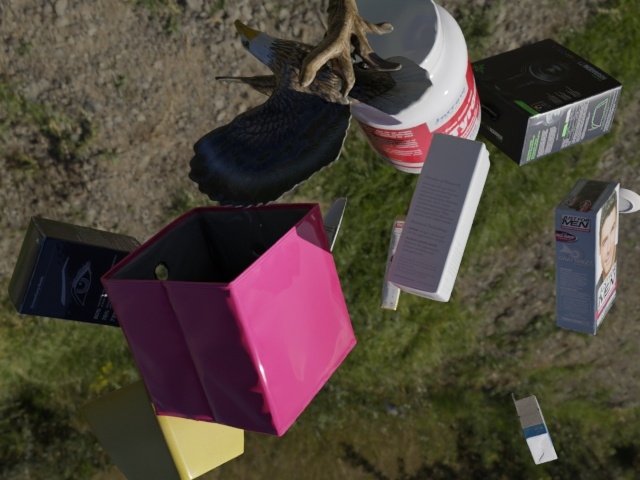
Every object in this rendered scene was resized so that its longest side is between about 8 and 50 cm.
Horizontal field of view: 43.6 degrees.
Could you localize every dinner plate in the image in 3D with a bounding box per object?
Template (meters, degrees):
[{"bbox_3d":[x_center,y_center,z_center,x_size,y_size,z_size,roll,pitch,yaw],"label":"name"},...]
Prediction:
[{"bbox_3d":[0.819,-0.107,2.213,0.141,0.017,0.141,16,159,6],"label":"dinner plate"}]

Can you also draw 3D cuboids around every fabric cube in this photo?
[{"bbox_3d":[-0.133,0.110,1.248,0.254,0.259,0.258,-46,128,-48],"label":"fabric cube"}]

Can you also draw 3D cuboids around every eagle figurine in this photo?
[{"bbox_3d":[-0.032,-0.192,1.019,0.226,0.225,0.298,-19,164,-35],"label":"eagle figurine"}]

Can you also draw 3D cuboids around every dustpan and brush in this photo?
[{"bbox_3d":[0.000,0.000,1.769,0.060,0.147,0.211,18,157,1],"label":"dustpan and brush"}]

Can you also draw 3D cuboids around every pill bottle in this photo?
[{"bbox_3d":[0.148,-0.275,1.382,0.229,0.229,0.408,-31,162,8],"label":"pill bottle"}]

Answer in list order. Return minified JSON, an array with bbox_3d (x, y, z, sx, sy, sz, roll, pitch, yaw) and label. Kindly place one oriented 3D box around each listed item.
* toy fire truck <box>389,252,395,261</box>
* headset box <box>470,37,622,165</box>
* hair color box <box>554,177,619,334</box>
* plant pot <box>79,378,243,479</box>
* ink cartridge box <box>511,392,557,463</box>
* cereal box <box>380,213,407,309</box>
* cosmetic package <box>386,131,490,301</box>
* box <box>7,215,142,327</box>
[{"bbox_3d":[0.227,0.006,1.891,0.135,0.047,0.192,-49,177,7],"label":"toy fire truck"},{"bbox_3d":[0.470,-0.313,1.785,0.283,0.246,0.131,-20,136,-20],"label":"headset box"},{"bbox_3d":[0.717,0.043,2.148,0.185,0.114,0.374,-41,131,-43],"label":"hair color box"},{"bbox_3d":[-0.257,0.326,1.417,0.212,0.187,0.212,-28,171,38],"label":"plant pot"},{"bbox_3d":[0.572,0.493,2.145,0.060,0.180,0.104,-20,119,12],"label":"ink cartridge box"},{"bbox_3d":[0.204,0.053,2.153,0.047,0.240,0.173,9,-173,7],"label":"cereal box"},{"bbox_3d":[0.178,-0.032,1.188,0.117,0.086,0.231,35,71,-72],"label":"cosmetic package"},{"bbox_3d":[-0.439,0.059,1.457,0.207,0.108,0.153,15,103,-36],"label":"box"}]
